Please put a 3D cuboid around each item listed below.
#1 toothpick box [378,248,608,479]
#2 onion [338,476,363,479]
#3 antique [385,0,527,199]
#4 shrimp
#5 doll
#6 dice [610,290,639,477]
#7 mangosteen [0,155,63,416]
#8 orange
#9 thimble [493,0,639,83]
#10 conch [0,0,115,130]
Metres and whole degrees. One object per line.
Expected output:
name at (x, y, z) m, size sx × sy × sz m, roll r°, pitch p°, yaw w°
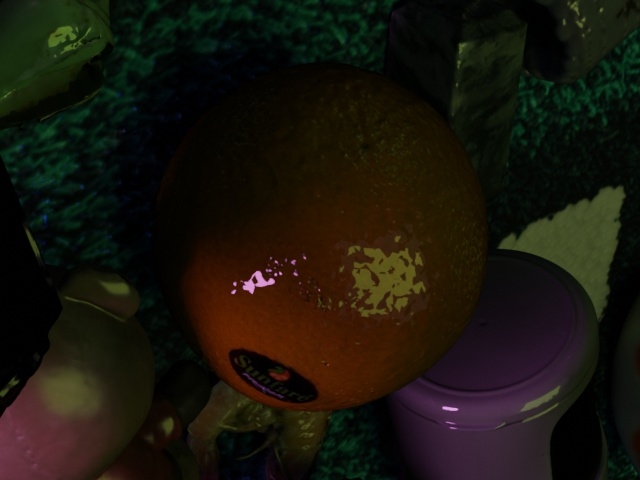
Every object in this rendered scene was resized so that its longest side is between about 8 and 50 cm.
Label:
toothpick box at (0.165, 0.182, 1.663) m, size 0.229 × 0.229 × 0.316 m, roll -37°, pitch 139°, yaw -22°
onion at (-0.038, 0.338, 1.502) m, size 0.267 × 0.159 × 0.349 m, roll -43°, pitch 160°, yaw 4°
antique at (0.113, -0.125, 1.473) m, size 0.086 × 0.088 × 0.183 m, roll -21°, pitch 130°, yaw -37°
shrimp at (-0.060, 0.198, 1.562) m, size 0.144 × 0.052 × 0.251 m, roll -11°, pitch 125°, yaw -22°
doll at (-0.203, 0.153, 1.274) m, size 0.235 × 0.174 × 0.330 m, roll -18°, pitch 132°, yaw 5°
dice at (0.525, 0.154, 1.949) m, size 0.304 × 0.277 × 0.304 m, roll -29°, pitch 136°, yaw -26°
mangosteen at (-0.287, 0.003, 1.008) m, size 0.233 × 0.287 × 0.287 m, roll -25°, pitch 136°, yaw -2°
orange at (0.000, 0.000, 1.308) m, size 0.274 × 0.274 × 0.274 m, roll -26°, pitch 133°, yaw -32°
thimble at (0.211, -0.219, 1.477) m, size 0.118 × 0.127 × 0.151 m, roll -43°, pitch 135°, yaw -18°
conch at (-0.210, -0.113, 1.167) m, size 0.170 × 0.079 × 0.105 m, roll -35°, pitch 133°, yaw -2°
